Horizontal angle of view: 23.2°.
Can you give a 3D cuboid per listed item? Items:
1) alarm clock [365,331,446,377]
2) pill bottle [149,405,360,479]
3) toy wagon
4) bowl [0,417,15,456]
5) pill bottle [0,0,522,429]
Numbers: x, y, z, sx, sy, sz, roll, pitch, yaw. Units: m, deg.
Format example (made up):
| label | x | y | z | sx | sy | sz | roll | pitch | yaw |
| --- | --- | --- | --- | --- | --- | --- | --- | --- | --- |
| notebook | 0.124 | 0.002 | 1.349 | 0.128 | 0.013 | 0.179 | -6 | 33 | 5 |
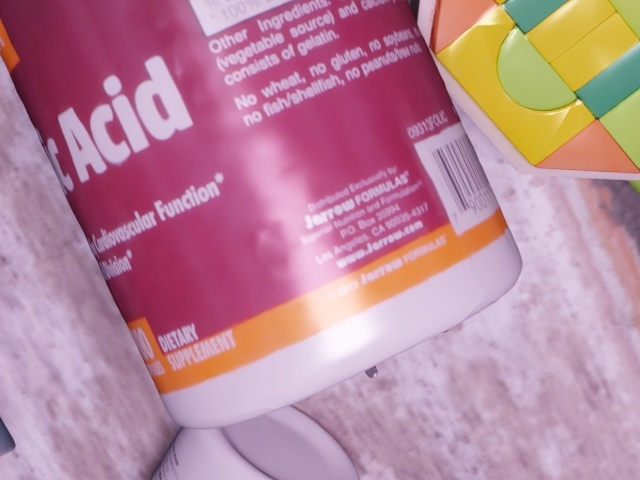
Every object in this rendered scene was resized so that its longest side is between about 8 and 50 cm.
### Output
| label | x | y | z | sx | sy | sz | roll | pitch | yaw |
| --- | --- | --- | --- | --- | --- | --- | --- | --- | --- |
| alarm clock | 0.000 | 0.000 | 1.038 | 0.129 | 0.064 | 0.192 | -23 | 103 | 12 |
| pill bottle | -0.080 | 0.229 | 1.088 | 0.131 | 0.131 | 0.229 | 29 | 110 | -6 |
| toy wagon | 0.217 | -0.189 | 0.919 | 0.344 | 0.068 | 0.267 | -38 | 115 | 16 |
| bowl | -0.366 | 0.096 | 1.002 | 0.312 | 0.311 | 0.163 | -13 | 89 | 9 |
| pill bottle | -0.063 | -0.111 | 0.887 | 0.224 | 0.224 | 0.392 | -25 | 92 | 13 |
